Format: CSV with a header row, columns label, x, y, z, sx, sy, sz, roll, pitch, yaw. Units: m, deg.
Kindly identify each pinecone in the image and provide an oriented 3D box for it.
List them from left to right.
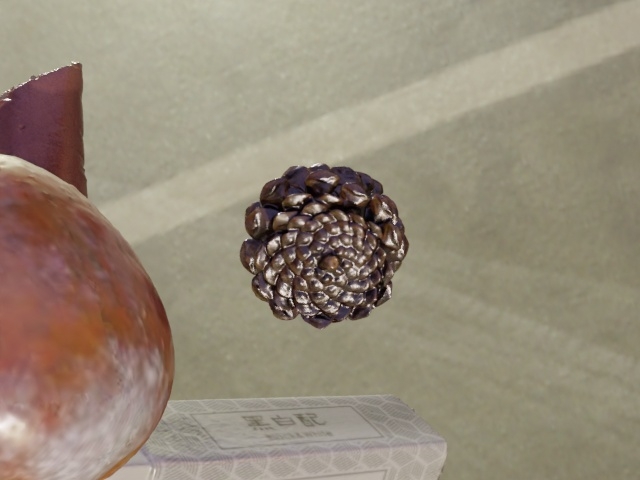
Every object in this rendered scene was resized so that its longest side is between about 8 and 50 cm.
label,x,y,z,sx,sy,sz,roll,pitch,yaw
pinecone,0.002,0.001,1.133,0.140,0.140,0.121,-13,17,12

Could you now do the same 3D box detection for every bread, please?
label,x,y,z,sx,sy,sz,roll,pitch,yaw
bread,-0.302,-0.105,1.452,0.119,0.067,0.192,3,63,-25

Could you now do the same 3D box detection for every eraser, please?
label,x,y,z,sx,sy,sz,roll,pitch,yaw
eraser,-0.075,0.193,1.172,0.098,0.404,0.096,39,116,44

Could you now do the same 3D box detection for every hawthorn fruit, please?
label,x,y,z,sx,sy,sz,roll,pitch,yaw
hawthorn fruit,-0.212,0.062,0.809,0.235,0.231,0.263,-45,48,9
